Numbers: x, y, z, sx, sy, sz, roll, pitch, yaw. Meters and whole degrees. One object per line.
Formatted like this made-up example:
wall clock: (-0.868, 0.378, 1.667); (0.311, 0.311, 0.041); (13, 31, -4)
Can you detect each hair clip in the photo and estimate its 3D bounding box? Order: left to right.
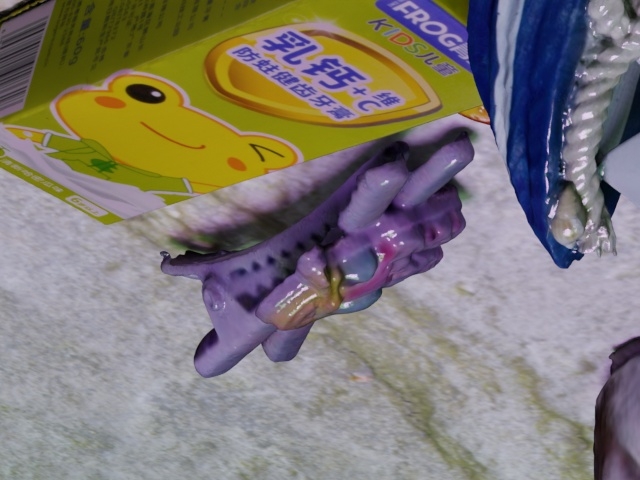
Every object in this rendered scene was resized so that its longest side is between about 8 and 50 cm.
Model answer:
hair clip: (0.003, 0.014, 1.097); (0.137, 0.090, 0.278); (-14, 174, -35)

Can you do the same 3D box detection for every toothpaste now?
toothpaste: (-0.041, -0.090, 0.902); (0.327, 0.077, 0.110); (-15, 144, 44)

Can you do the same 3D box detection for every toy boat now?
toy boat: (0.174, -0.084, 0.682); (0.292, 0.210, 0.070); (6, -168, 43)

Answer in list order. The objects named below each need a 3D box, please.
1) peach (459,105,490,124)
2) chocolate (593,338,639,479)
peach: (0.093, -0.082, 0.900); (0.083, 0.050, 0.077); (1, 154, 13)
chocolate: (0.317, 0.203, 1.212); (0.303, 0.213, 0.303); (10, 154, 5)
